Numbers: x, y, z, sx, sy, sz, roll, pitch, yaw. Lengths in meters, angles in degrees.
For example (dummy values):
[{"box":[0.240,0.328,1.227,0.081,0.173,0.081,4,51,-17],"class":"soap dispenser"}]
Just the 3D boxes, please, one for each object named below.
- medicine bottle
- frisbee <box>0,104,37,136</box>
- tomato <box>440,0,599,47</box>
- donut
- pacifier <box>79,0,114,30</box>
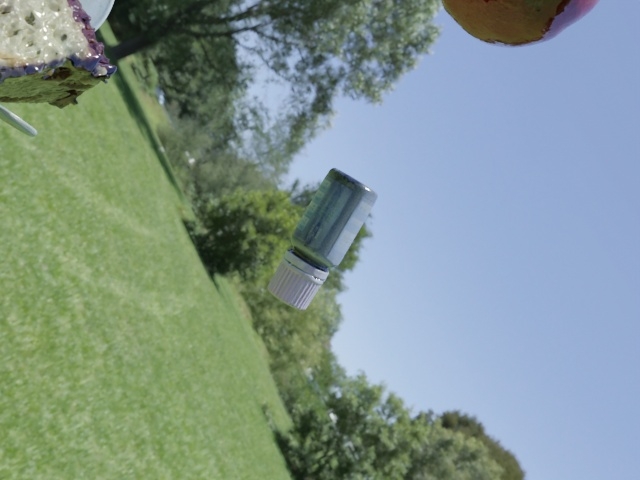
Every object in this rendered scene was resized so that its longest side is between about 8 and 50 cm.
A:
[{"box":[0.000,0.000,1.044,0.083,0.203,0.083,31,2,-1],"class":"medicine bottle"},{"box":[-0.492,-0.195,1.127,0.110,0.014,0.110,31,-9,6],"class":"frisbee"},{"box":[0.269,-0.344,0.945,0.200,0.233,0.140,43,32,-32],"class":"tomato"},{"box":[-0.269,-0.179,0.636,0.186,0.144,0.126,-17,97,-64],"class":"donut"},{"box":[-0.352,-0.321,0.801,0.225,0.287,0.239,9,-56,53],"class":"pacifier"}]
